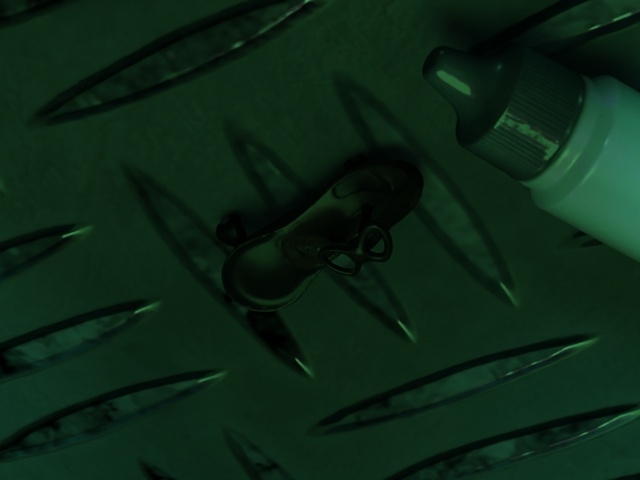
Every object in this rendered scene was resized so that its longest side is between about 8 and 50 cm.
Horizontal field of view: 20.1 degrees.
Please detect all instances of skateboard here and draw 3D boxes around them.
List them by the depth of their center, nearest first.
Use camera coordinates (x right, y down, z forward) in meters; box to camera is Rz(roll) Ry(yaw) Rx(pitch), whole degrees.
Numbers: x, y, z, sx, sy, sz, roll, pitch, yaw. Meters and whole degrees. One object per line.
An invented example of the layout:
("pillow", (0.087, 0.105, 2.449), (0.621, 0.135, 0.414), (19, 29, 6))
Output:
("skateboard", (0.000, 0.000, 1.143), (0.151, 0.080, 0.067), (-31, 117, 29))

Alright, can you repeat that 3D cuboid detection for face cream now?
("face cream", (0.193, -0.035, 1.077), (0.311, 0.092, 0.092), (26, 131, -18))
